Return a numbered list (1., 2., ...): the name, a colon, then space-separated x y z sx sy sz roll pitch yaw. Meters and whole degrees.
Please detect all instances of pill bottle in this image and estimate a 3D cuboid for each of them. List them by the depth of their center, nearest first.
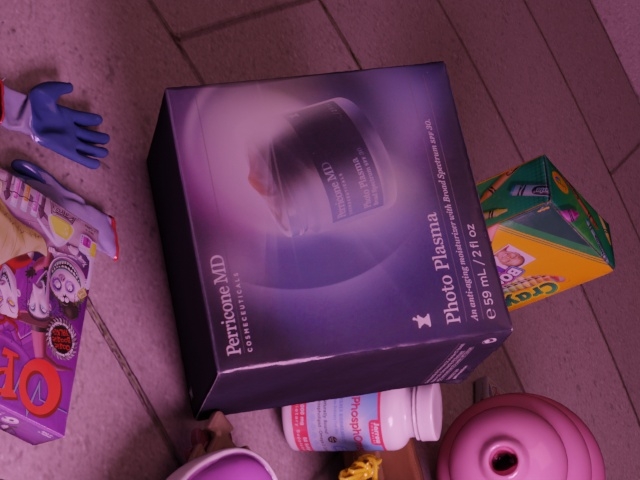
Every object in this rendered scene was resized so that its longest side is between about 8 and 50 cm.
1. pill bottle: 0.045 0.180 1.535 0.087 0.160 0.087 -3 90 -75

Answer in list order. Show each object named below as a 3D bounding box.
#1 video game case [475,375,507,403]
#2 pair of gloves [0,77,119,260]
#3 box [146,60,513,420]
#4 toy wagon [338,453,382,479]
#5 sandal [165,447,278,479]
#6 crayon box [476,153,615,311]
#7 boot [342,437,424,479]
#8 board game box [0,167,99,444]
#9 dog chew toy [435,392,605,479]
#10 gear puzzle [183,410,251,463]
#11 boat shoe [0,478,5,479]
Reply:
1. video game case: 0.280 0.326 1.977 0.227 0.026 0.206 43 37 -36
2. pair of gloves: -0.253 -0.070 1.374 0.159 0.023 0.198 22 53 -54
3. box: 0.000 0.000 1.437 0.294 0.183 0.296 -8 71 -14
4. toy wagon: 0.078 0.389 1.472 0.267 0.068 0.344 -23 108 -58
5. sandal: -0.103 0.310 1.192 0.169 0.102 0.416 63 31 -12
6. crayon box: 0.205 0.015 1.811 0.165 0.278 0.081 40 37 -39
7. boot: 0.082 0.205 1.683 0.236 0.089 0.270 1 70 -51
8. board game box: -0.325 0.007 1.155 0.347 0.056 0.208 36 51 -43
9. dog chew toy: 0.224 0.269 1.676 0.332 0.206 0.207 47 27 -72
10. gear puzzle: -0.117 0.325 1.307 0.175 0.044 0.339 56 33 -22
11. boat shoe: -0.303 0.204 1.036 0.227 0.079 0.081 -24 95 -58
